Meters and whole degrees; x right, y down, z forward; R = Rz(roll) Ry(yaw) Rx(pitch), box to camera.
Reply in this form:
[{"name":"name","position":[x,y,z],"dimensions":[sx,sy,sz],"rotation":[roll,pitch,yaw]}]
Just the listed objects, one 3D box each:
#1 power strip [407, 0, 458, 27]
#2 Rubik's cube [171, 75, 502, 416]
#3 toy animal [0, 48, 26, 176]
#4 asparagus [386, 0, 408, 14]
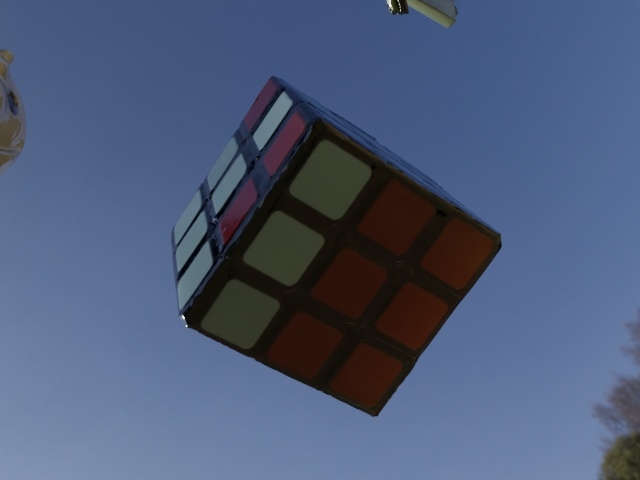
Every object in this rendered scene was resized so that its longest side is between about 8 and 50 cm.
[{"name":"power strip","position":[0.133,-0.344,1.081],"dimensions":[0.136,0.051,0.019],"rotation":[21,-37,-23]},{"name":"Rubik's cube","position":[0.000,0.000,0.559],"dimensions":[0.160,0.162,0.163],"rotation":[30,-76,-23]},{"name":"toy animal","position":[-0.436,-0.130,0.769],"dimensions":[0.289,0.249,0.174],"rotation":[22,-62,-34]},{"name":"asparagus","position":[0.063,-0.356,0.836],"dimensions":[0.022,0.023,0.233],"rotation":[-24,-60,-14]}]
